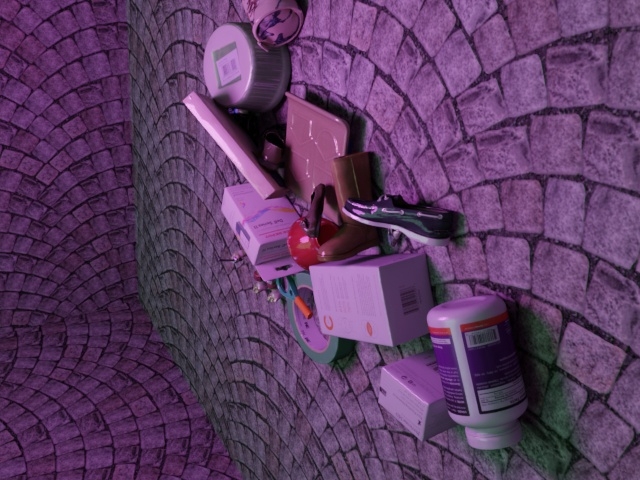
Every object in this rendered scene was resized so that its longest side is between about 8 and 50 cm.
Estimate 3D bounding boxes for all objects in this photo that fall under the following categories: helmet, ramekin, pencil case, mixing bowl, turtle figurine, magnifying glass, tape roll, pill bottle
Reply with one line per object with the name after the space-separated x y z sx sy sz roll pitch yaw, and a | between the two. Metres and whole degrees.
-0.314 -0.392 2.209 0.162 0.169 0.169 -3 102 15 | helmet
-0.256 -0.579 1.997 0.304 0.148 0.303 11 106 42 | ramekin
-0.200 -0.799 1.872 0.184 0.160 0.410 -37 69 35 | pencil case
0.000 0.000 1.844 0.098 0.182 0.181 -22 82 56 | mixing bowl
-0.243 0.122 2.230 0.274 0.198 0.266 -75 -20 -48 | turtle figurine
-0.094 0.187 2.068 0.231 0.026 0.092 47 138 39 | magnifying glass
-0.002 0.258 2.046 0.321 0.077 0.321 28 124 52 | tape roll
0.363 0.297 1.370 0.182 0.182 0.322 -11 92 59 | pill bottle

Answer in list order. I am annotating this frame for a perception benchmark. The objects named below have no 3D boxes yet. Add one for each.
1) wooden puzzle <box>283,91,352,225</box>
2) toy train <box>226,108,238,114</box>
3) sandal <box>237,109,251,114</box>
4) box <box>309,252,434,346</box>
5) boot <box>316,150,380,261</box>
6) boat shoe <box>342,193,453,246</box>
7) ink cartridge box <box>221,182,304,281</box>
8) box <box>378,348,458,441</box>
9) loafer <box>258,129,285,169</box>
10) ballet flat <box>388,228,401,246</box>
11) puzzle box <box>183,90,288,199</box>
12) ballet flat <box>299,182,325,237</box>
-0.004 -0.260 1.857 0.322 0.081 0.347 39 137 46 | wooden puzzle
-0.360 -0.557 2.314 0.105 0.080 0.184 -130 37 -51 | toy train
-0.280 -0.540 2.181 0.090 0.060 0.219 43 139 17 | sandal
0.141 0.157 1.688 0.345 0.168 0.214 -3 99 58 | box
0.061 -0.095 1.661 0.089 0.236 0.269 3 108 44 | boot
0.197 -0.073 1.527 0.303 0.114 0.091 18 112 24 | boat shoe
-0.178 -0.044 2.085 0.353 0.207 0.119 56 145 29 | ink cartridge box
0.276 0.393 1.546 0.181 0.182 0.118 32 127 49 | box
-0.152 -0.318 1.999 0.087 0.094 0.251 -59 19 25 | loafer
0.204 -0.037 1.639 0.041 0.041 0.114 12 113 56 | ballet flat
-0.265 -0.307 1.986 0.409 0.052 0.272 51 -170 2 | puzzle box
-0.021 -0.090 1.709 0.249 0.058 0.084 -82 -3 -54 | ballet flat
